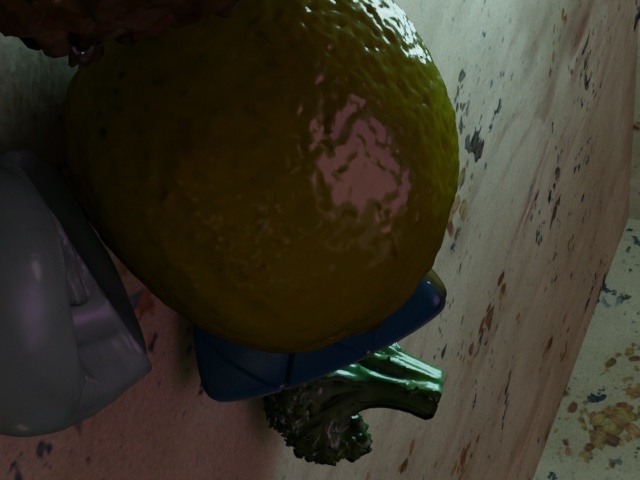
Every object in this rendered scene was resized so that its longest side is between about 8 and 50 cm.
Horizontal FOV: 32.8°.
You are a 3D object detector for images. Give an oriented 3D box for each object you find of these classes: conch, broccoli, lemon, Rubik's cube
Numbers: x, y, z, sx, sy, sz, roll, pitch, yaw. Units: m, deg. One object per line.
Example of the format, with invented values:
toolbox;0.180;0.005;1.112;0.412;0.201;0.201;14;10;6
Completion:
conch;-0.184;0.030;0.676;0.221;0.120;0.185;60;33;-66
broccoli;0.036;0.143;1.142;0.194;0.194;0.220;-24;128;-61
lemon;-0.033;-0.063;0.763;0.322;0.268;0.268;44;57;-29
Rubik's cube;0.000;0.000;0.960;0.254;0.254;0.255;-42;139;-53

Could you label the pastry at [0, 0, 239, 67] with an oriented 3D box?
pastry;-0.072;-0.301;0.508;0.405;0.292;0.337;-59;-173;43
